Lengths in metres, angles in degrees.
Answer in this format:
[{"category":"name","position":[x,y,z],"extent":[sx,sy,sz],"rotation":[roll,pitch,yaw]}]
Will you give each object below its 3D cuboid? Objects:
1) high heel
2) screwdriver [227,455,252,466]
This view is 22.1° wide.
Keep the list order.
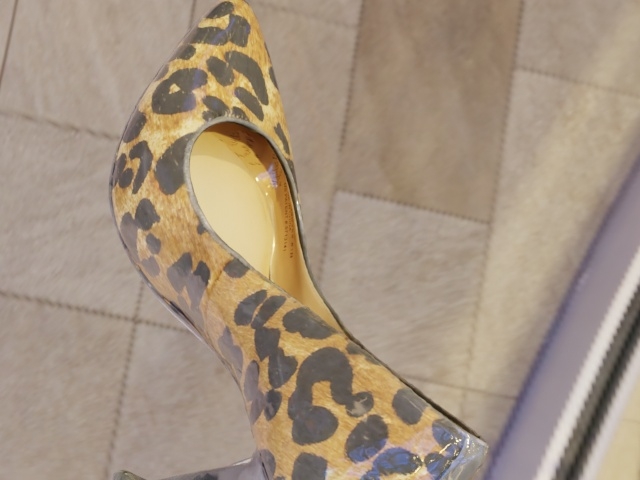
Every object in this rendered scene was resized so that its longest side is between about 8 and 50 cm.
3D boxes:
[{"category":"high heel","position":[0.000,0.000,0.649],"extent":[0.093,0.186,0.261],"rotation":[23,63,-40]},{"category":"screwdriver","position":[-0.017,0.132,1.036],"extent":[0.024,0.170,0.025],"rotation":[35,52,-21]}]
